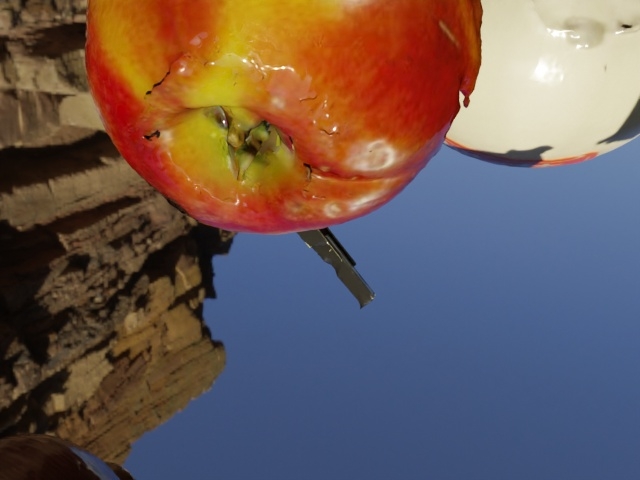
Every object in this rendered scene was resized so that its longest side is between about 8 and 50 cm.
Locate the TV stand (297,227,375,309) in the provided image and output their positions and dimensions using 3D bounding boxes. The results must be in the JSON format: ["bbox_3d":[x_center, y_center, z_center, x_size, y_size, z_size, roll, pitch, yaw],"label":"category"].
[{"bbox_3d":[0.000,0.000,1.020,0.249,0.036,0.042,52,-157,0],"label":"TV stand"}]

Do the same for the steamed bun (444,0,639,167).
[{"bbox_3d":[0.250,-0.216,0.782,0.373,0.242,0.374,2,-156,-1],"label":"steamed bun"}]

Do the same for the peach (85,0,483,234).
[{"bbox_3d":[-0.036,-0.228,0.596,0.353,0.339,0.417,34,-128,-24],"label":"peach"}]

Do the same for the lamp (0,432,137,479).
[{"bbox_3d":[-0.211,0.218,0.381,0.180,0.180,0.258,22,-160,23],"label":"lamp"}]
